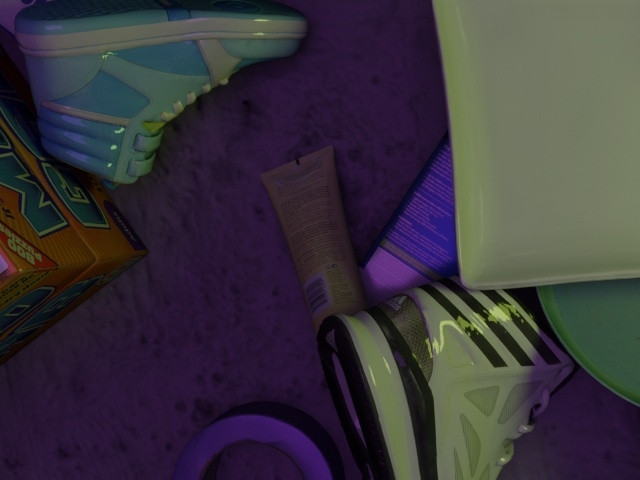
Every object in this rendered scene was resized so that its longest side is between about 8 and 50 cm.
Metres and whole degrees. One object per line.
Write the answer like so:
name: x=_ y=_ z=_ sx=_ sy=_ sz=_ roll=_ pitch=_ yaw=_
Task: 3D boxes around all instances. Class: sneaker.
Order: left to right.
sneaker: x=-0.170 y=-0.164 z=1.198 sx=0.318 sy=0.127 sz=0.208 roll=-6 pitch=115 yaw=-16
sneaker: x=0.173 y=0.233 z=1.120 sx=0.257 sy=0.169 sz=0.448 roll=-22 pitch=118 yaw=-14

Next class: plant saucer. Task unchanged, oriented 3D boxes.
plant saucer: x=0.369 y=0.042 z=1.092 sx=0.317 sy=0.044 sz=0.318 roll=1 pitch=61 yaw=-1

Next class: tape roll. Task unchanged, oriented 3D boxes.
tape roll: x=-0.069 y=0.283 z=1.224 sx=0.188 sy=0.080 sz=0.189 roll=0 pitch=93 yaw=9

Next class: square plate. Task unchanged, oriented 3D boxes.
square plate: x=0.287 y=-0.127 z=1.083 sx=0.343 sy=0.049 sz=0.347 roll=-3 pitch=79 yaw=-6

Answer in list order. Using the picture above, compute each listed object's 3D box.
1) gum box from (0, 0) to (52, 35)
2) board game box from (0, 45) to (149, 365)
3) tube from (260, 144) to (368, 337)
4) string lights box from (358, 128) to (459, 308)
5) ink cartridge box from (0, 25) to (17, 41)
gum box: x=-0.341 y=-0.300 z=1.203 sx=0.188 sy=0.062 sz=0.107 roll=38 pitch=98 yaw=5
board game box: x=-0.470 y=-0.017 z=1.135 sx=0.356 sy=0.356 sz=0.357 roll=-37 pitch=87 yaw=9
tube: x=0.000 y=0.000 z=1.173 sx=0.070 sy=0.062 sz=0.240 roll=2 pitch=51 yaw=-25
string lights box: x=0.152 y=-0.019 z=1.179 sx=0.133 sy=0.077 sz=0.260 roll=34 pitch=97 yaw=6
ink cartridge box: x=-0.366 y=-0.311 z=1.263 sx=0.207 sy=0.046 sz=0.097 roll=42 pitch=98 yaw=5
